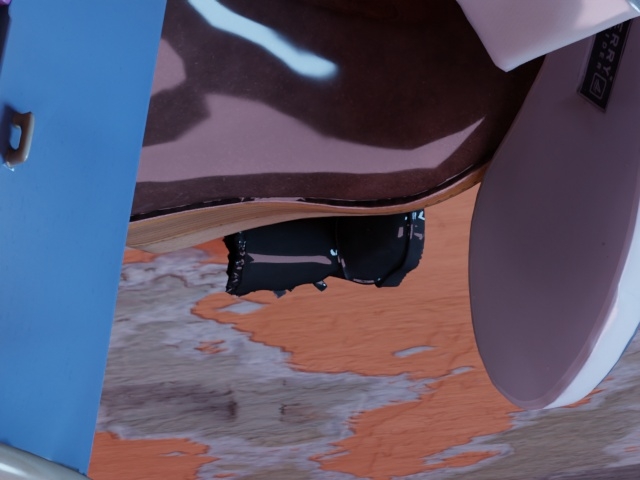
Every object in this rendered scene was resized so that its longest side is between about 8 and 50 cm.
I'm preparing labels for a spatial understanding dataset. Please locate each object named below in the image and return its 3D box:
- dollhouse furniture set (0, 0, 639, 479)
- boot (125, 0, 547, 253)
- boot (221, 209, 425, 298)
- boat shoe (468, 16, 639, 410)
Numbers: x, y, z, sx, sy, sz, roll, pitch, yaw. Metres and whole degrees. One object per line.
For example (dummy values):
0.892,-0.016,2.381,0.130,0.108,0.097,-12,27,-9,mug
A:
-0.047,-0.064,0.416,0.303,0.198,0.286,-12,154,41,dollhouse furniture set
-0.029,-0.076,0.692,0.248,0.090,0.207,-23,149,18,boot
0.000,-0.001,0.995,0.099,0.045,0.121,0,161,-9,boot
0.129,-0.046,0.676,0.084,0.095,0.258,-3,128,-30,boat shoe
